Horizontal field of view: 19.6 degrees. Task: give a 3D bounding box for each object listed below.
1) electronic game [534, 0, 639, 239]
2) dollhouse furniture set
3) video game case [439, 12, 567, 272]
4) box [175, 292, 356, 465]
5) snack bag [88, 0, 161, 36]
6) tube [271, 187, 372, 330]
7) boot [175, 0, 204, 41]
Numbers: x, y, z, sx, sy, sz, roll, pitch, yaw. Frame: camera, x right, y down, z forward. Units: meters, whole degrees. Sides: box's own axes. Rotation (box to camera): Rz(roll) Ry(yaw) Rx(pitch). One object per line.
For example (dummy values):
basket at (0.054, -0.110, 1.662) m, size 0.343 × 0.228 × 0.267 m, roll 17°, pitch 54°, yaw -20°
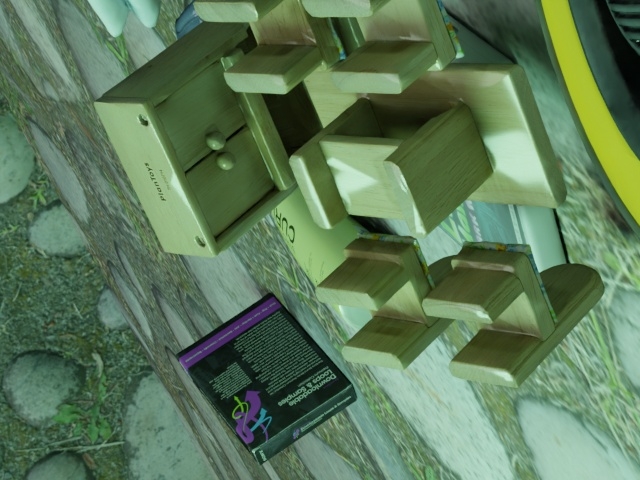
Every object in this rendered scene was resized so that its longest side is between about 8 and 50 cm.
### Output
electronic game at (0.108, -0.088, 0.546) m, size 0.229 × 0.048 × 0.229 m, roll 166°, pitch 90°, yaw -78°
dollhouse furniture set at (0.031, -0.069, 0.951) m, size 0.242 × 0.161 × 0.212 m, roll 6°, pitch 128°, yaw 46°
video game case at (0.074, -0.059, 1.059) m, size 0.173 × 0.022 × 0.190 m, roll 45°, pitch 162°, yaw 47°
box at (-0.054, 0.133, 1.804) m, size 0.162 × 0.116 × 0.029 m, roll 46°, pitch 165°, yaw 44°
snack bag at (-0.115, -0.282, 0.778) m, size 0.323 × 0.037 × 0.343 m, roll 67°, pitch -164°, yaw -85°
tube at (0.000, 0.000, 1.420) m, size 0.240 × 0.062 × 0.070 m, roll 46°, pitch 123°, yaw 61°
boot at (-0.078, -0.126, 1.420) m, size 0.086 × 0.069 × 0.190 m, roll 64°, pitch 160°, yaw 7°
